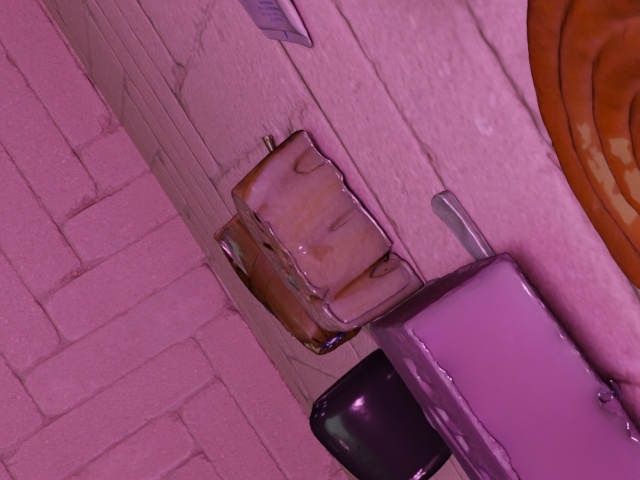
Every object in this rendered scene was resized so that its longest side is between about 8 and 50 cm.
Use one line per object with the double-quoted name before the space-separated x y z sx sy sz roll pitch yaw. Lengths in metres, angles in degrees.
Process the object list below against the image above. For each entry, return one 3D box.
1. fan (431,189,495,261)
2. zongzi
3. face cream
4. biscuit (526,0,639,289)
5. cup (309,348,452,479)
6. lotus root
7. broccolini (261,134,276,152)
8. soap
"fan" 0.158 0.036 0.646 0.193 0.016 0.038 54 166 13
"zongzi" -0.026 0.083 1.171 0.260 0.123 0.289 47 173 24
"face cream" -0.086 -0.279 0.710 0.224 0.070 0.114 51 171 -32
"biscuit" 0.169 -0.041 0.332 0.262 0.037 0.262 59 174 10
"cup" 0.099 0.248 1.062 0.176 0.169 0.223 47 -161 8
"lotus root" 0.000 0.000 0.876 0.235 0.119 0.138 51 165 11
"broccolini" -0.040 -0.083 1.032 0.139 0.030 0.035 62 -159 -3
"soap" 0.172 0.163 0.651 0.296 0.107 0.285 56 175 6
